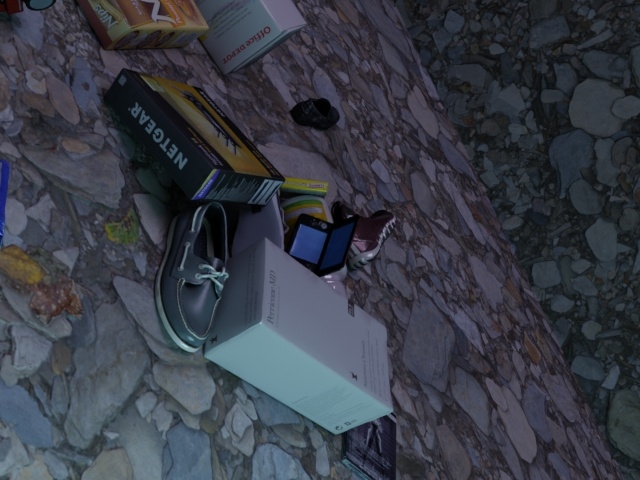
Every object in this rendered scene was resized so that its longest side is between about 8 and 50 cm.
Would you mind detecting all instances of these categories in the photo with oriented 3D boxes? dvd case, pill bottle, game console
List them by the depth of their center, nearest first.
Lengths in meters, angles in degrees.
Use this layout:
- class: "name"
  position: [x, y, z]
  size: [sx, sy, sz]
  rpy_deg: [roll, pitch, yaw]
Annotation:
- class: "game console"
  position: [0.000, 0.000, 1.778]
  size: [0.124, 0.085, 0.144]
  rpy_deg: [20, 57, -1]
- class: "dvd case"
  position: [0.107, 0.421, 1.834]
  size: [0.164, 0.018, 0.221]
  rpy_deg: [43, 31, -26]
- class: "pill bottle"
  position: [-0.020, 0.035, 1.885]
  size: [0.136, 0.136, 0.245]
  rpy_deg: [23, 44, -50]

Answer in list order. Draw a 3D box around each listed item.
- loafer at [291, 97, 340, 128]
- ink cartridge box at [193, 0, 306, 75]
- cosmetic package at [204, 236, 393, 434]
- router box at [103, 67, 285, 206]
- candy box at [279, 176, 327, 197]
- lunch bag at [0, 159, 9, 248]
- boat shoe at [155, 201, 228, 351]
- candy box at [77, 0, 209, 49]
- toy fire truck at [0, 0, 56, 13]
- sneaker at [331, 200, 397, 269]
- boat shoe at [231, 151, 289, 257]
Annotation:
- class: "loafer"
  position: [0.003, -0.360, 2.403]
  size: [0.223, 0.078, 0.076]
  rpy_deg: [-9, 71, -62]
- class: "ink cartridge box"
  position: [-0.209, -0.589, 2.146]
  size: [0.270, 0.198, 0.197]
  rpy_deg: [56, 26, -7]
- class: "cosmetic package"
  position: [-0.037, 0.194, 1.671]
  size: [0.385, 0.156, 0.217]
  rpy_deg: [38, 35, -37]
- class: "router box"
  position: [-0.247, -0.201, 1.703]
  size: [0.309, 0.081, 0.243]
  rpy_deg: [47, 21, 22]
- class: "candy box"
  position: [-0.041, -0.113, 1.951]
  size: [0.206, 0.105, 0.027]
  rpy_deg: [127, -33, -85]
- class: "lunch bag"
  position: [-0.472, -0.025, 1.153]
  size: [0.096, 0.151, 0.128]
  rpy_deg: [31, 37, -42]
- class: "boat shoe"
  position: [-0.222, 0.053, 1.560]
  size: [0.116, 0.099, 0.319]
  rpy_deg: [38, 33, -35]
- class: "candy box"
  position: [-0.394, -0.518, 1.874]
  size: [0.183, 0.087, 0.316]
  rpy_deg: [59, 26, 1]
- class: "toy fire truck"
  position: [-0.576, -0.450, 1.429]
  size: [0.246, 0.217, 0.158]
  rpy_deg: [-19, 76, -20]
- class: "sneaker"
  position: [0.101, -0.054, 2.229]
  size: [0.162, 0.106, 0.281]
  rpy_deg: [50, 28, -11]
- class: "boat shoe"
  position: [-0.126, -0.033, 1.810]
  size: [0.105, 0.113, 0.306]
  rpy_deg: [52, 25, -64]
